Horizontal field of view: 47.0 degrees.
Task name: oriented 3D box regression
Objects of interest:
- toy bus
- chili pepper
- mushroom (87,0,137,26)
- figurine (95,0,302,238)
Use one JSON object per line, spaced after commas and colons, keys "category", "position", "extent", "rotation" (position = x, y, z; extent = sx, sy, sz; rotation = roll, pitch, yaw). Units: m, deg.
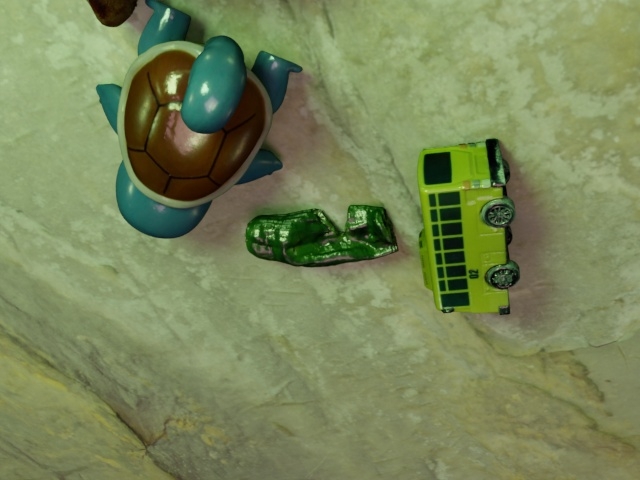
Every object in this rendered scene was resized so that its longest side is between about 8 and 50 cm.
{"category": "toy bus", "position": [0.226, -0.012, 1.141], "extent": [0.150, 0.128, 0.262], "rotation": [-5, 127, 11]}
{"category": "chili pepper", "position": [0.000, -0.001, 1.208], "extent": [0.253, 0.083, 0.099], "rotation": [-4, 120, 5]}
{"category": "mushroom", "position": [-0.285, -0.334, 0.942], "extent": [0.087, 0.127, 0.127], "rotation": [-22, 125, 3]}
{"category": "figurine", "position": [-0.165, -0.169, 1.026], "extent": [0.297, 0.243, 0.416], "rotation": [16, 151, -18]}
